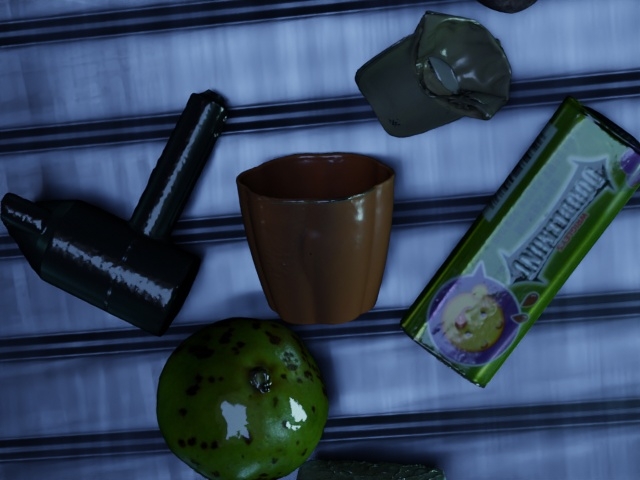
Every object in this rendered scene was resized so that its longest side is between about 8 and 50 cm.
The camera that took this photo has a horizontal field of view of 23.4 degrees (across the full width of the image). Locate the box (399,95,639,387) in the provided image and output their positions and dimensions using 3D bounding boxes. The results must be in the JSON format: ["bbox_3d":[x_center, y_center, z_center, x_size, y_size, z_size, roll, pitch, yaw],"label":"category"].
[{"bbox_3d":[0.246,0.001,1.836,0.134,0.097,0.345,37,101,-1],"label":"box"}]

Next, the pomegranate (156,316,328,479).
[{"bbox_3d":[-0.103,0.206,1.880,0.211,0.211,0.263,38,145,1],"label":"pomegranate"}]

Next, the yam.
[{"bbox_3d":[0.063,0.320,1.905,0.183,0.107,0.107,7,99,9],"label":"yam"}]

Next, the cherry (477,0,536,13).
[{"bbox_3d":[0.227,-0.353,1.765,0.176,0.140,0.176,2,96,22],"label":"cherry"}]

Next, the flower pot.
[{"bbox_3d":[0.000,0.000,1.839,0.190,0.191,0.173,-2,111,8],"label":"flower pot"}]

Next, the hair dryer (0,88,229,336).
[{"bbox_3d":[-0.237,-0.067,1.899,0.244,0.116,0.302,27,90,3],"label":"hair dryer"}]

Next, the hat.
[{"bbox_3d":[0.129,-0.203,1.844,0.175,0.085,0.147,-19,108,32],"label":"hat"}]
